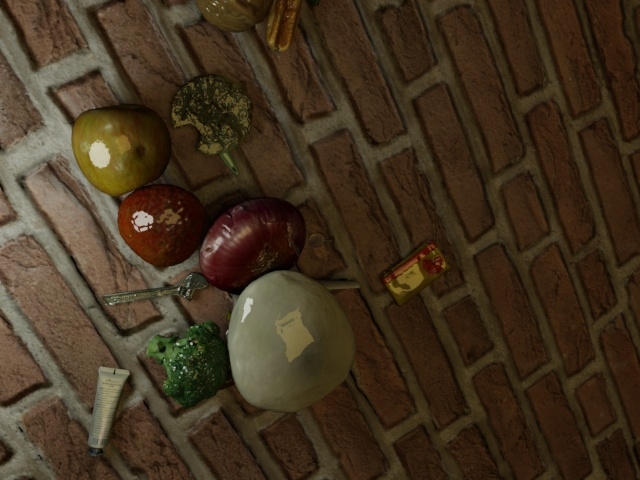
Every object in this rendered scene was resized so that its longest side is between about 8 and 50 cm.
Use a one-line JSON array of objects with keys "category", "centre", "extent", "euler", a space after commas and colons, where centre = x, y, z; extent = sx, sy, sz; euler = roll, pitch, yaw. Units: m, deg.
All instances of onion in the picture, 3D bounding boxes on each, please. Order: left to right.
[{"category": "onion", "centre": [-0.222, -0.008, 1.844], "extent": [0.348, 0.285, 0.347], "euler": [-29, 150, -18]}]

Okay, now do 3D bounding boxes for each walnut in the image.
[{"category": "walnut", "centre": [-0.241, -0.702, 1.711], "extent": [0.228, 0.228, 0.228], "euler": [-4, 102, -18]}]

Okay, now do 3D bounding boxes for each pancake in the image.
[{"category": "pancake", "centre": [-0.321, -0.381, 1.821], "extent": [0.254, 0.037, 0.253], "euler": [-2, 96, -24]}]

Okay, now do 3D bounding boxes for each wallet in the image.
[{"category": "wallet", "centre": [0.337, 0.114, 2.146], "extent": [0.241, 0.067, 0.141], "euler": [-37, 108, -8]}]

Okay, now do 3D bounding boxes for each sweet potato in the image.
[{"category": "sweet potato", "centre": [-0.367, 0.470, 1.978], "extent": [0.265, 0.057, 0.057], "euler": [-10, 104, -15]}]

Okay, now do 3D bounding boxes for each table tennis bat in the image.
[{"category": "table tennis bat", "centre": [0.000, 0.000, 2.036], "extent": [0.083, 0.007, 0.050], "euler": [3, 99, -18]}]

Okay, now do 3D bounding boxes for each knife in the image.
[{"category": "knife", "centre": [-0.335, -0.319, 1.851], "extent": [0.043, 0.020, 0.293], "euler": [-36, 109, -13]}]

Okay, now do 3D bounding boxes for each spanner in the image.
[{"category": "spanner", "centre": [-0.509, 0.159, 1.882], "extent": [0.325, 0.026, 0.093], "euler": [-8, 102, -17]}]

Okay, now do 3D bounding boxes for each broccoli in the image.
[{"category": "broccoli", "centre": [-0.404, 0.366, 1.864], "extent": [0.270, 0.270, 0.270], "euler": [22, 94, 14]}]

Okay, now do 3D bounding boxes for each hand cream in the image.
[{"category": "hand cream", "centre": [-0.671, 0.532, 1.888], "extent": [0.095, 0.059, 0.276], "euler": [13, 91, -20]}]

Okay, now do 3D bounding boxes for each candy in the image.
[{"category": "candy", "centre": [-0.090, 0.296, 1.797], "extent": [0.386, 0.186, 0.427], "euler": [-20, 100, -12]}]

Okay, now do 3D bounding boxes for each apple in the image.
[{"category": "apple", "centre": [-0.544, -0.249, 1.670], "extent": [0.264, 0.264, 0.264], "euler": [-4, 102, -18]}]

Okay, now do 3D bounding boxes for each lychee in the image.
[{"category": "lychee", "centre": [-0.460, -0.046, 1.753], "extent": [0.255, 0.300, 0.255], "euler": [17, 67, -49]}]

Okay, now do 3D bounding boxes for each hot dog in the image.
[{"category": "hot dog", "centre": [-0.110, -0.692, 1.824], "extent": [0.102, 0.076, 0.249], "euler": [9, 96, -23]}]

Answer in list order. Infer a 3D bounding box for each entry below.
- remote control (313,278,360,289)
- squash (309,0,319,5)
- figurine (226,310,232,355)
[{"category": "remote control", "centre": [-0.032, 0.142, 2.004], "extent": [0.313, 0.109, 0.055], "euler": [-1, 86, -19]}, {"category": "squash", "centre": [-0.020, -0.848, 1.829], "extent": [0.069, 0.069, 0.258], "euler": [-13, 104, -16]}, {"category": "figurine", "centre": [-0.143, 0.282, 1.958], "extent": [0.327, 0.169, 0.218], "euler": [5, 73, -26]}]
